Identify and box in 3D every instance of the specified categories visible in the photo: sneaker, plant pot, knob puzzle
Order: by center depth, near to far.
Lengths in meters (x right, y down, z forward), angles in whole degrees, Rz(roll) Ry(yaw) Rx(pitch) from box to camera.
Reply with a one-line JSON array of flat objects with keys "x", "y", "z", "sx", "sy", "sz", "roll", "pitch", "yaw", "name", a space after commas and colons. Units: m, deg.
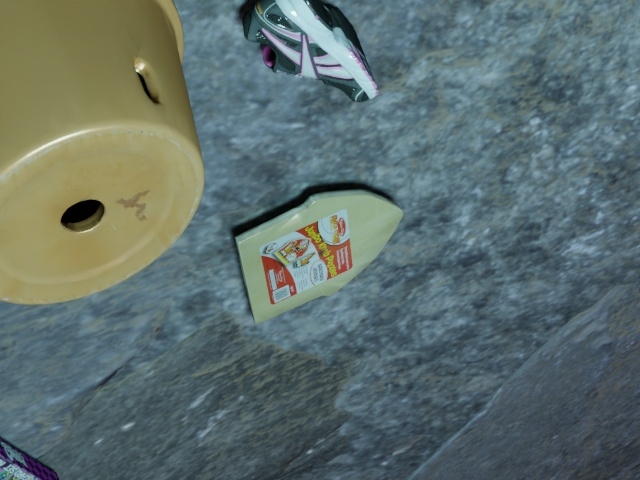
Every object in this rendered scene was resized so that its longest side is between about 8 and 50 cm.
[{"x": -0.221, "y": -0.089, "z": 1.127, "sx": 0.291, "sy": 0.203, "sz": 0.291, "roll": -21, "pitch": 146, "yaw": -15, "name": "plant pot"}, {"x": -0.013, "y": -0.178, "z": 1.322, "sx": 0.077, "sy": 0.072, "sz": 0.178, "roll": -27, "pitch": 142, "yaw": 16, "name": "sneaker"}, {"x": 0.000, "y": 0.000, "z": 1.601, "sx": 0.213, "sy": 0.030, "sz": 0.213, "roll": -21, "pitch": 146, "yaw": -15, "name": "knob puzzle"}]

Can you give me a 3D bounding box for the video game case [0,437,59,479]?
[{"x": -0.433, "y": 0.297, "z": 1.635, "sx": 0.210, "sy": 0.042, "sz": 0.232, "roll": -31, "pitch": 149, "yaw": 2, "name": "video game case"}]
